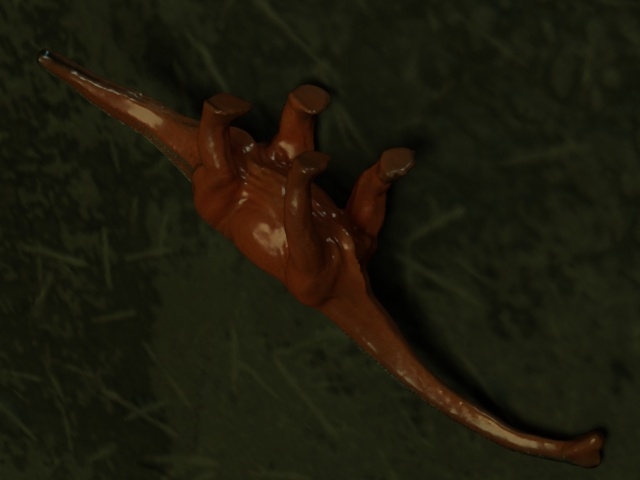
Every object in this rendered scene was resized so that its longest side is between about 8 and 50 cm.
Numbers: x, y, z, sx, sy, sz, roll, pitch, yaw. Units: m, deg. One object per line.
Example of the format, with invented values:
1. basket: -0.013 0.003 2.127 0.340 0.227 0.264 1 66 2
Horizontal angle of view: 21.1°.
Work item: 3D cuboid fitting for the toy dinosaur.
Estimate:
1. toy dinosaur: 0.004 -0.003 0.697 0.279 0.055 0.101 37 142 15
